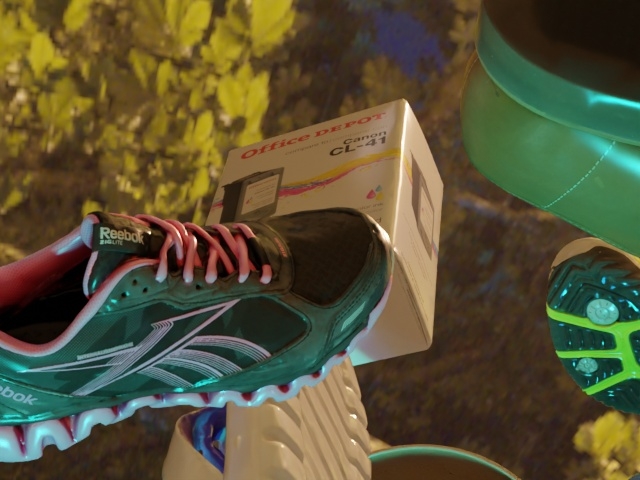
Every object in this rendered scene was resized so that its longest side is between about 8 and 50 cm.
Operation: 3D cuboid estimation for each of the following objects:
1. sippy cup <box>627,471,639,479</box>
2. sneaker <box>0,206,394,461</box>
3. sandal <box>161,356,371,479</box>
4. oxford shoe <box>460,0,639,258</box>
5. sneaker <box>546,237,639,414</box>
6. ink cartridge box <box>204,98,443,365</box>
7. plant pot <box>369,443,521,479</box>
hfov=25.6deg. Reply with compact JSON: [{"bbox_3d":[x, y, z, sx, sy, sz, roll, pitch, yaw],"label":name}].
[{"bbox_3d":[0.230,0.199,0.737,0.224,0.305,0.240,-32,-102,-30],"label":"sippy cup"},{"bbox_3d":[-0.037,0.013,0.338,0.119,0.057,0.047,-18,-129,-13],"label":"sneaker"},{"bbox_3d":[-0.043,0.157,0.812,0.102,0.169,0.416,-17,-147,13],"label":"sandal"},{"bbox_3d":[0.138,-0.012,0.371,0.212,0.076,0.076,22,-126,8],"label":"oxford shoe"},{"bbox_3d":[0.368,0.107,1.490,0.384,0.145,0.147,40,-139,-30],"label":"sneaker"},{"bbox_3d":[0.000,0.000,1.467,0.226,0.131,0.306,-15,-149,15],"label":"ink cartridge box"},{"bbox_3d":[0.100,0.331,1.149,0.284,0.191,0.284,-12,-120,21],"label":"plant pot"}]
